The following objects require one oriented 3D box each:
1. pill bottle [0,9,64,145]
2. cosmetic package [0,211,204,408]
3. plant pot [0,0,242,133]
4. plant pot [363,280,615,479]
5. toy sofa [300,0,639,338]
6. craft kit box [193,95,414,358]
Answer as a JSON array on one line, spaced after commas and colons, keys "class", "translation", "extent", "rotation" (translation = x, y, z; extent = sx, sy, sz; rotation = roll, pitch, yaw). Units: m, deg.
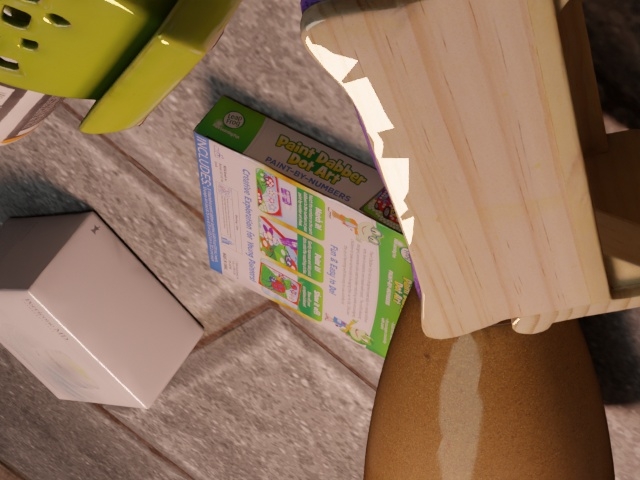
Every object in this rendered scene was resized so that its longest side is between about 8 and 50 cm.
[{"class": "pill bottle", "translation": [-0.273, -0.193, 1.182], "extent": [0.162, 0.162, 0.278], "rotation": [42, 151, -13]}, {"class": "cosmetic package", "translation": [-0.310, 0.090, 1.701], "extent": [0.224, 0.138, 0.224], "rotation": [-4, 134, 49]}, {"class": "plant pot", "translation": [-0.154, -0.217, 0.951], "extent": [0.207, 0.227, 0.228], "rotation": [35, 153, -14]}, {"class": "plant pot", "translation": [0.151, 0.130, 1.191], "extent": [0.237, 0.237, 0.254], "rotation": [20, 134, 27]}, {"class": "toy sofa", "translation": [0.110, -0.096, 0.820], "extent": [0.177, 0.150, 0.362], "rotation": [-12, 143, 12]}, {"class": "craft kit box", "translation": [0.000, 0.000, 1.301], "extent": [0.246, 0.061, 0.250], "rotation": [30, 153, 16]}]
